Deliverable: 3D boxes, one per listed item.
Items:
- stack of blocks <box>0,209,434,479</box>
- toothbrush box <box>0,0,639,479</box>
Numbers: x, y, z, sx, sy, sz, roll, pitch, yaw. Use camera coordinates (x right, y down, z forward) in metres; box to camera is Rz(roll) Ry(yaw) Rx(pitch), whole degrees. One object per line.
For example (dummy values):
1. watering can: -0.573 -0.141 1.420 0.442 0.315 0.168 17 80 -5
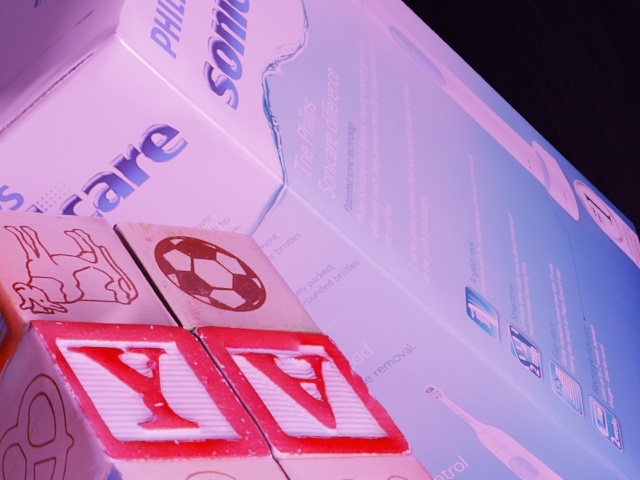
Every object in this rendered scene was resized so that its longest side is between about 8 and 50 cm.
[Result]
1. stack of blocks: -0.074 0.161 0.412 0.087 0.297 0.171 5 34 -41
2. toothbrush box: 0.000 0.000 0.631 0.295 0.126 0.216 41 26 -26
